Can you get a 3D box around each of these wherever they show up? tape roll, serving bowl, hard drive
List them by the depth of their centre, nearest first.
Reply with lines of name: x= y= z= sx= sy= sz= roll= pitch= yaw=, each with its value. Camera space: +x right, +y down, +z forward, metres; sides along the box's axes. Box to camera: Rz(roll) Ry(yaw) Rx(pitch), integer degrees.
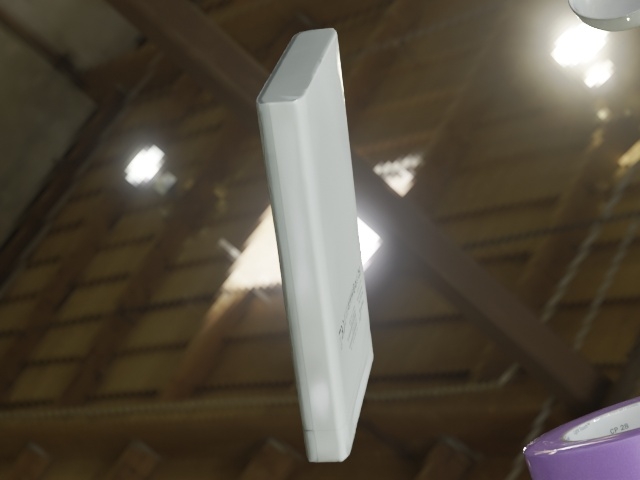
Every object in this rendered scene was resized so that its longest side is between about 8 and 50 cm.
serving bowl: x=0.224 y=-0.180 z=1.253 sx=0.083 sy=0.027 sz=0.083 roll=-19 pitch=-139 yaw=17
hard drive: x=0.000 y=0.000 z=1.639 sx=0.047 sy=0.353 sz=0.233 roll=-3 pitch=-158 yaw=10
tape roll: x=0.360 y=0.224 z=1.831 sx=0.275 sy=0.090 sz=0.275 roll=-19 pitch=179 yaw=0
